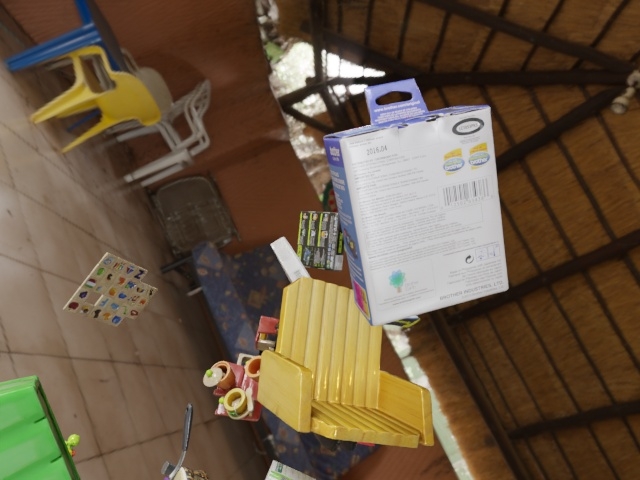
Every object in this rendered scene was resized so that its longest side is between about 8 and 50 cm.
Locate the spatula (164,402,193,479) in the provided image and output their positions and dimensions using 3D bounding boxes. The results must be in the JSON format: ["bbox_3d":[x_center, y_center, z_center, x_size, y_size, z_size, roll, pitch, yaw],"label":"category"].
[{"bbox_3d":[-0.386,0.596,1.410,0.084,0.030,0.297,-3,-108,55],"label":"spatula"}]

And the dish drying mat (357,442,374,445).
[{"bbox_3d":[0.127,0.628,1.606,0.032,0.083,0.008,24,75,-82],"label":"dish drying mat"}]

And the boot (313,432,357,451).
[{"bbox_3d":[-0.003,0.479,1.413,0.094,0.246,0.207,-63,167,-49],"label":"boot"}]

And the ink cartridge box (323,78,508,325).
[{"bbox_3d":[0.167,-0.081,0.921,0.151,0.269,0.396,-133,-149,-72],"label":"ink cartridge box"}]

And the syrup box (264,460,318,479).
[{"bbox_3d":[-0.023,0.611,1.187,0.236,0.096,0.093,22,-5,3],"label":"syrup box"}]

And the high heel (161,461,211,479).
[{"bbox_3d":[-0.363,0.750,1.546,0.186,0.093,0.261,35,-15,-24],"label":"high heel"}]

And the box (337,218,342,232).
[{"bbox_3d":[0.234,-0.074,1.342,0.295,0.293,0.073,25,-41,12],"label":"box"}]

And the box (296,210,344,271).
[{"bbox_3d":[0.000,0.000,1.709,0.184,0.045,0.191,4,-91,46],"label":"box"}]

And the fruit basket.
[{"bbox_3d":[-0.653,0.467,0.931,0.283,0.391,0.392,-13,-77,63],"label":"fruit basket"}]

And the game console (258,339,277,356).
[{"bbox_3d":[-0.183,0.433,2.013,0.107,0.122,0.071,124,-33,-65],"label":"game console"}]

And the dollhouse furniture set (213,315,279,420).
[{"bbox_3d":[-0.248,0.412,1.795,0.201,0.152,0.374,102,-1,-50],"label":"dollhouse furniture set"}]

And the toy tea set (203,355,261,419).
[{"bbox_3d":[-0.202,0.405,1.502,0.200,0.335,0.124,-86,156,-45],"label":"toy tea set"}]

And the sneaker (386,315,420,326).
[{"bbox_3d":[0.170,0.164,1.209,0.144,0.053,0.059,19,45,-39],"label":"sneaker"}]

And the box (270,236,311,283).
[{"bbox_3d":[-0.040,0.167,1.606,0.232,0.058,0.322,55,-9,43],"label":"box"}]

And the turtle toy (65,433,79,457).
[{"bbox_3d":[-0.949,0.785,1.919,0.095,0.130,0.066,20,-17,27],"label":"turtle toy"}]

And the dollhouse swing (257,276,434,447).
[{"bbox_3d":[0.075,0.263,1.188,0.315,0.346,0.305,0,-106,62],"label":"dollhouse swing"}]

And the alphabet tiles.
[{"bbox_3d":[-0.596,0.155,1.515,0.009,0.198,0.237,35,-3,35],"label":"alphabet tiles"}]
